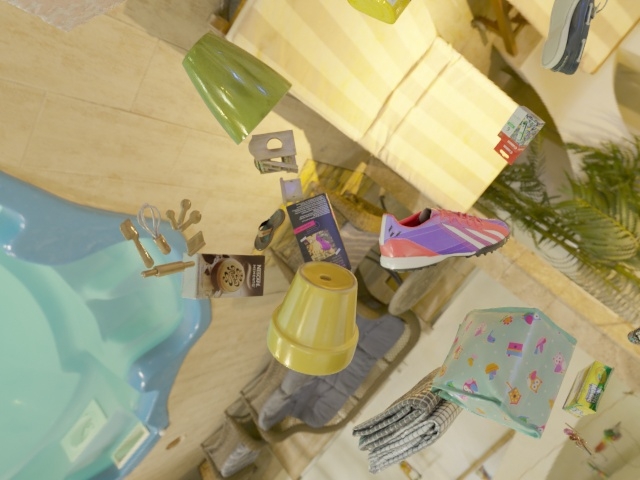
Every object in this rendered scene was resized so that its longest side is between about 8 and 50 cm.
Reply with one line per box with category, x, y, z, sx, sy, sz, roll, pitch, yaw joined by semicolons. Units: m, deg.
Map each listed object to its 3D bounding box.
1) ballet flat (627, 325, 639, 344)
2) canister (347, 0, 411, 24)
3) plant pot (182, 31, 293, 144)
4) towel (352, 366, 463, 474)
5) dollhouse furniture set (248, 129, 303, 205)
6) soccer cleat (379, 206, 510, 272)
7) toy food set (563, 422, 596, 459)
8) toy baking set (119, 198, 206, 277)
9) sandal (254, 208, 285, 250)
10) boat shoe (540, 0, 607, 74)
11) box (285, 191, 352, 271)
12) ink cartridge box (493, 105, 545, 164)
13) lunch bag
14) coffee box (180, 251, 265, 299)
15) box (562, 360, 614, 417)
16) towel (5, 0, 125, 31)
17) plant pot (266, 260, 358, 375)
ballet flat;0.645;0.168;0.833;0.114;0.041;0.041;-28;159;17
canister;0.136;-0.493;0.799;0.170;0.126;0.073;-54;157;1
plant pot;-0.287;-0.511;1.429;0.275;0.293;0.274;-42;-161;18
towel;0.238;0.457;1.159;0.235;0.121;0.283;-16;154;-53
dollhouse furniture set;-0.100;-0.143;1.032;0.101;0.160;0.182;-9;172;-3
soccer cleat;0.265;-0.021;0.914;0.318;0.109;0.116;-11;102;-21
toy food set;0.751;0.587;1.294;0.019;0.078;0.122;-55;170;14
toy baking set;-0.385;-0.002;1.088;0.256;0.030;0.196;-20;120;-56
sandal;-0.234;-0.052;1.938;0.060;0.090;0.219;17;119;-47
boat shoe;0.578;-0.502;0.998;0.095;0.079;0.254;169;-63;-79
box;0.000;0.000;1.480;0.144;0.270;0.165;-19;173;2
ink cartridge box;0.424;-0.227;0.964;0.029;0.062;0.115;-10;143;-36
lunch bag;0.370;0.265;0.951;0.223;0.160;0.262;-59;-165;-17
coffee box;-0.366;0.132;1.687;0.297;0.119;0.168;3;88;-44
box;0.590;0.330;0.973;0.105;0.043;0.179;-57;155;-14
towel;-0.354;-0.466;0.713;0.317;0.053;0.332;-30;-163;-1
plant pot;-0.006;0.196;1.219;0.254;0.254;0.238;-15;125;-47
